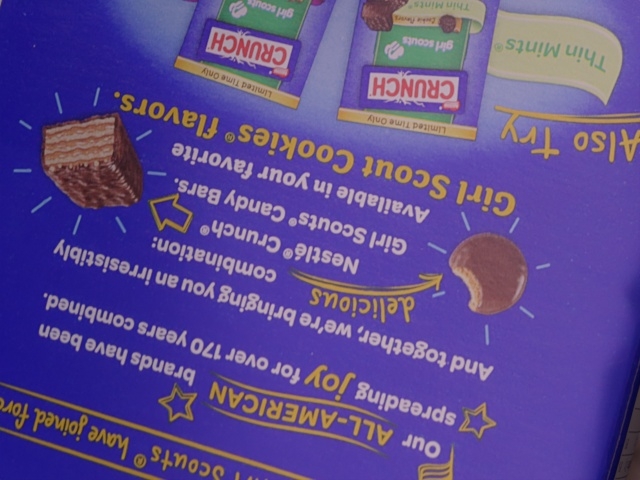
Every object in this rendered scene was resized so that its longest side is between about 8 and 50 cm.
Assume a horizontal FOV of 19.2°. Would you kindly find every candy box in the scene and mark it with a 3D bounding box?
[{"bbox_3d":[0.000,0.000,0.713,0.268,0.122,0.317,16,88,16],"label":"candy box"}]
